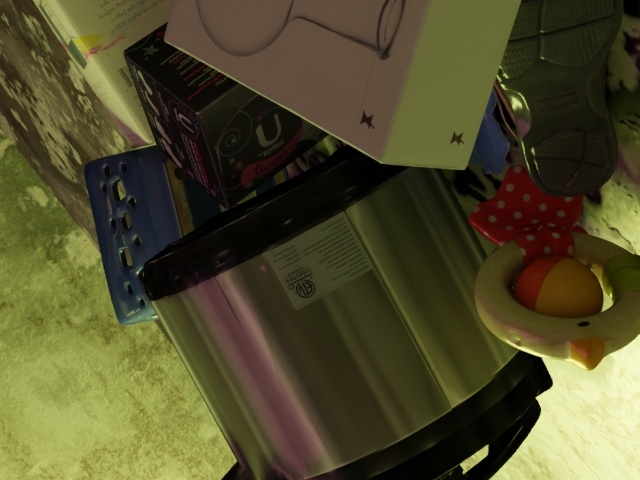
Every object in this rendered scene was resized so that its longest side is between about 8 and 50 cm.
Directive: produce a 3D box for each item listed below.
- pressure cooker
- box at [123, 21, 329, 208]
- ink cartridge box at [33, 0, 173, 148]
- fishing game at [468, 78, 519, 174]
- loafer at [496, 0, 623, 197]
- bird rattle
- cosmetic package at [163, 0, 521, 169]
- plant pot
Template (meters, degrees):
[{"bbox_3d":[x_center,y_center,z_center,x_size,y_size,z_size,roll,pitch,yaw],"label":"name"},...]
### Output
[{"bbox_3d":[0.037,0.127,1.446,0.370,0.375,0.420,-26,96,35],"label":"pressure cooker"},{"bbox_3d":[-0.062,-0.183,1.405,0.142,0.247,0.163,41,159,34],"label":"box"},{"bbox_3d":[-0.250,-0.322,1.663,0.353,0.207,0.119,58,164,-12],"label":"ink cartridge box"},{"bbox_3d":[0.141,-0.154,1.297,0.189,0.041,0.264,60,170,-4],"label":"fishing game"},{"bbox_3d":[0.193,-0.166,1.070,0.302,0.109,0.095,73,-169,-47],"label":"loafer"},{"bbox_3d":[0.233,0.029,1.198,0.253,0.207,0.143,31,135,27],"label":"bird rattle"},{"bbox_3d":[0.038,-0.276,0.914,0.284,0.097,0.377,32,113,42],"label":"cosmetic package"},{"bbox_3d":[-0.156,-0.029,1.708,0.212,0.236,0.236,-15,88,60],"label":"plant pot"}]
